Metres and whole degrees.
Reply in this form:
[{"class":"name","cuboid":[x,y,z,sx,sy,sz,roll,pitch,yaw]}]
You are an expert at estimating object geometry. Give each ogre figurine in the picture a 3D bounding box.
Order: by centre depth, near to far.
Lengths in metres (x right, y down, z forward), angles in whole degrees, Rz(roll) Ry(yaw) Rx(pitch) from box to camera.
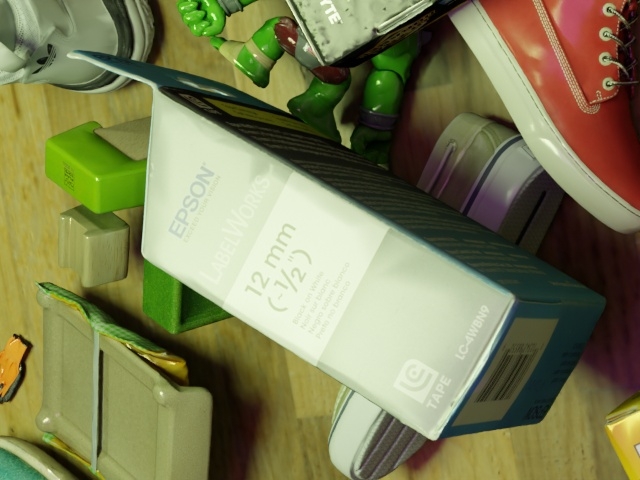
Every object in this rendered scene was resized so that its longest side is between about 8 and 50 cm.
[{"class":"ogre figurine","cuboid":[0.001,-0.155,1.473,0.197,0.097,0.118,41,97,4]}]

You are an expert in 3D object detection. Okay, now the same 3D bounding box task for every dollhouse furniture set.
[{"class":"dollhouse furniture set","cuboid":[-0.121,0.063,1.593,0.197,0.151,0.302,34,131,39]}]

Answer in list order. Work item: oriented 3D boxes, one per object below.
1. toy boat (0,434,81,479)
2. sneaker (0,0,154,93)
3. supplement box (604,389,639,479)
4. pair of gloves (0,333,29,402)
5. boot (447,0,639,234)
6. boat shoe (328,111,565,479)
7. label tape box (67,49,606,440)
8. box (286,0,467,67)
[{"class":"toy boat","cuboid":[-0.286,0.345,1.670,0.267,0.148,0.318,43,113,14]},{"class":"sneaker","cuboid":[-0.318,-0.246,1.556,0.366,0.210,0.137,39,112,16]},{"class":"supplement box","cuboid":[0.378,0.222,1.300,0.194,0.195,0.357,-28,86,27]},{"class":"pair of gloves","cuboid":[-0.299,0.102,1.715,0.083,0.010,0.074,36,113,20]},{"class":"boot","cuboid":[0.216,-0.141,1.385,0.176,0.088,0.244,-37,78,24]},{"class":"boat shoe","cuboid":[0.084,0.044,1.480,0.094,0.109,0.302,38,105,34]},{"class":"label tape box","cuboid":[0.000,0.000,1.316,0.347,0.249,0.115,29,99,20]},{"class":"box","cuboid":[0.042,-0.320,1.355,0.257,0.079,0.322,-30,86,17]}]
